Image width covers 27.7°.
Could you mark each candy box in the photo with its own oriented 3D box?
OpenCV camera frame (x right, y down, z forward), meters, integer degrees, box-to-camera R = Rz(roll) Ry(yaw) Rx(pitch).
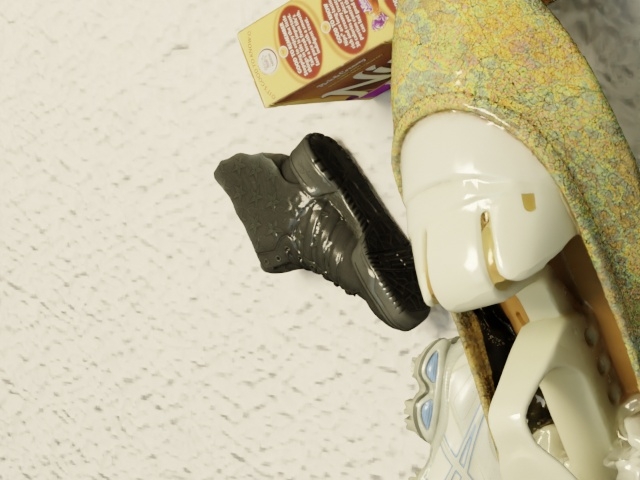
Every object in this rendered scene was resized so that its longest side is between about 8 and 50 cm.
[{"bbox_3d":[0.058,-0.133,0.720,0.187,0.109,0.053,-26,83,36],"label":"candy box"}]

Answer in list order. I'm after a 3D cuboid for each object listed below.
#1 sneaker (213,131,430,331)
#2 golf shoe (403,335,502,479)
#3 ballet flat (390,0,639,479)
[{"bbox_3d":[-0.002,0.000,0.827,0.089,0.051,0.170,-43,68,34],"label":"sneaker"},{"bbox_3d":[0.096,0.146,0.770,0.086,0.069,0.176,7,103,30],"label":"golf shoe"},{"bbox_3d":[0.105,0.036,0.623,0.123,0.123,0.348,-14,104,38],"label":"ballet flat"}]
